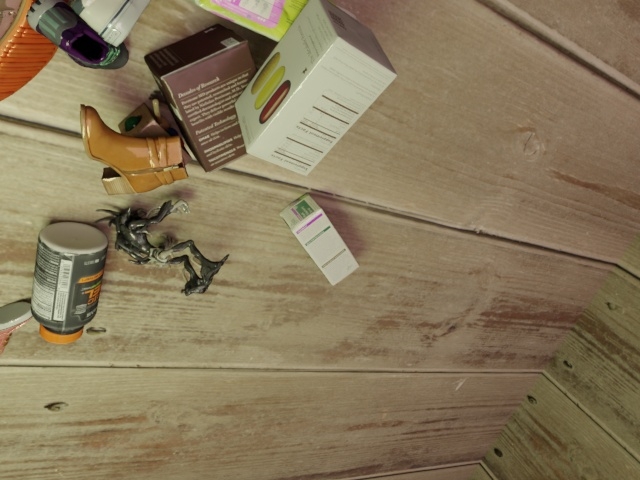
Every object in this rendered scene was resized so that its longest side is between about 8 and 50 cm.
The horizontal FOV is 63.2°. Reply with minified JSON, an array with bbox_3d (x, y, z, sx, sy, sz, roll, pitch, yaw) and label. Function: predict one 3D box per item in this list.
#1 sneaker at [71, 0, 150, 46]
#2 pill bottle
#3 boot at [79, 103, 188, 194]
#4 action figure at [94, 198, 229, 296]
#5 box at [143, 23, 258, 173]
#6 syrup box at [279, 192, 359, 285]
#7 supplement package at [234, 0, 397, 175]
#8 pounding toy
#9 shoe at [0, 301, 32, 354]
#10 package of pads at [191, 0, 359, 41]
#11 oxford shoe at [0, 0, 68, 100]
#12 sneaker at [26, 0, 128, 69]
[{"bbox_3d":[-0.302,-0.431,0.828,0.091,0.094,0.258,37,55,-34],"label":"sneaker"},{"bbox_3d":[-0.529,0.095,1.087,0.131,0.130,0.245,5,118,-31],"label":"pill bottle"},{"bbox_3d":[-0.325,-0.168,0.918,0.152,0.073,0.197,-12,143,-7],"label":"boot"},{"bbox_3d":[-0.341,0.000,1.126,0.276,0.141,0.164,35,133,-3],"label":"action figure"},{"bbox_3d":[-0.205,-0.274,1.002,0.167,0.168,0.203,-29,129,-11],"label":"box"},{"bbox_3d":[0.000,0.000,1.343,0.096,0.093,0.237,-37,130,-3],"label":"syrup box"},{"bbox_3d":[-0.017,-0.251,0.875,0.134,0.139,0.244,17,131,-39],"label":"supplement package"},{"bbox_3d":[-0.319,-0.207,1.007,0.100,0.130,0.141,-41,130,0],"label":"pounding toy"},{"bbox_3d":[-0.686,0.198,1.113,0.178,0.063,0.081,-22,130,-8],"label":"shoe"},{"bbox_3d":[-0.101,-0.425,0.924,0.297,0.229,0.101,11,114,-34],"label":"package of pads"},{"bbox_3d":[-0.496,-0.374,0.834,0.133,0.130,0.363,39,105,-7],"label":"oxford shoe"},{"bbox_3d":[-0.375,-0.312,0.861,0.083,0.098,0.224,-47,172,9],"label":"sneaker"}]
